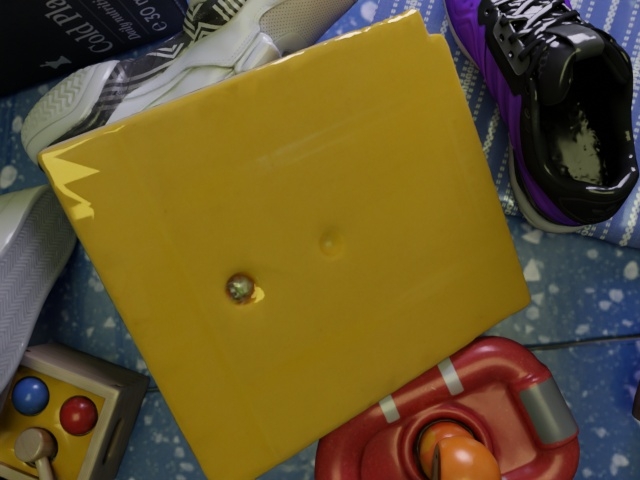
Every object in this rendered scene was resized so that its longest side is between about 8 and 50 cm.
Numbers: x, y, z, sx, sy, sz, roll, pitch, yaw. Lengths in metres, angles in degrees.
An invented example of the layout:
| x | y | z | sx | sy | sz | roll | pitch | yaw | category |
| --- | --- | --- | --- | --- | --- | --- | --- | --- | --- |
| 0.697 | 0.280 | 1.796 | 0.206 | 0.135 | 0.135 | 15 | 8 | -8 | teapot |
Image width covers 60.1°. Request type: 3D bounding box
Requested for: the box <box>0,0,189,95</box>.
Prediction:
| x | y | z | sx | sy | sz | roll | pitch | yaw | category |
| --- | --- | --- | --- | --- | --- | --- | --- | --- | --- |
| -0.411 | -0.297 | 0.378 | 0.473 | 0.480 | 0.297 | -17 | 85 | 4 | box |

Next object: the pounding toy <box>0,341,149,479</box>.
| x | y | z | sx | sy | sz | roll | pitch | yaw | category |
| --- | --- | --- | --- | --- | --- | --- | --- | --- | --- |
| -0.242 | 0.187 | 0.515 | 0.130 | 0.100 | 0.141 | 19 | 87 | 7 | pounding toy |

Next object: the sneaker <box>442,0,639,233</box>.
| x | y | z | sx | sy | sz | roll | pitch | yaw | category |
| --- | --- | --- | --- | --- | --- | --- | --- | --- | --- |
| 0.186 | -0.151 | 0.450 | 0.102 | 0.146 | 0.293 | -21 | 86 | 6 | sneaker |

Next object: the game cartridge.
| x | y | z | sx | sy | sz | roll | pitch | yaw | category |
| --- | --- | --- | --- | --- | --- | --- | --- | --- | --- |
| 0.000 | 0.000 | 0.447 | 0.324 | 0.053 | 0.285 | -27 | 104 | -19 | game cartridge |

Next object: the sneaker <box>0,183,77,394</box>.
| x | y | z | sx | sy | sz | roll | pitch | yaw | category |
| --- | --- | --- | --- | --- | --- | --- | --- | --- | --- |
| -0.346 | 0.061 | 0.476 | 0.169 | 0.292 | 0.108 | -6 | 126 | 9 | sneaker |

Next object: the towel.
| x | y | z | sx | sy | sz | roll | pitch | yaw | category |
| --- | --- | --- | --- | --- | --- | --- | --- | --- | --- |
| 0.204 | -0.143 | 0.541 | 0.336 | 0.040 | 0.243 | 16 | 89 | 8 | towel |

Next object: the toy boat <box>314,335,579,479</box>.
| x | y | z | sx | sy | sz | roll | pitch | yaw | category |
| --- | --- | --- | --- | --- | --- | --- | --- | --- | --- |
| 0.106 | 0.182 | 0.460 | 0.231 | 0.151 | 0.150 | -26 | 83 | 2 | toy boat |

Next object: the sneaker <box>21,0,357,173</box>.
| x | y | z | sx | sy | sz | roll | pitch | yaw | category |
| --- | --- | --- | --- | --- | --- | --- | --- | --- | --- |
| -0.077 | -0.107 | 0.512 | 0.366 | 0.137 | 0.210 | -32 | 85 | 6 | sneaker |

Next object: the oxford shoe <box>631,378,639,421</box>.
| x | y | z | sx | sy | sz | roll | pitch | yaw | category |
| --- | --- | --- | --- | --- | --- | --- | --- | --- | --- |
| 0.410 | 0.170 | 0.476 | 0.272 | 0.097 | 0.098 | 25 | 108 | 11 | oxford shoe |
